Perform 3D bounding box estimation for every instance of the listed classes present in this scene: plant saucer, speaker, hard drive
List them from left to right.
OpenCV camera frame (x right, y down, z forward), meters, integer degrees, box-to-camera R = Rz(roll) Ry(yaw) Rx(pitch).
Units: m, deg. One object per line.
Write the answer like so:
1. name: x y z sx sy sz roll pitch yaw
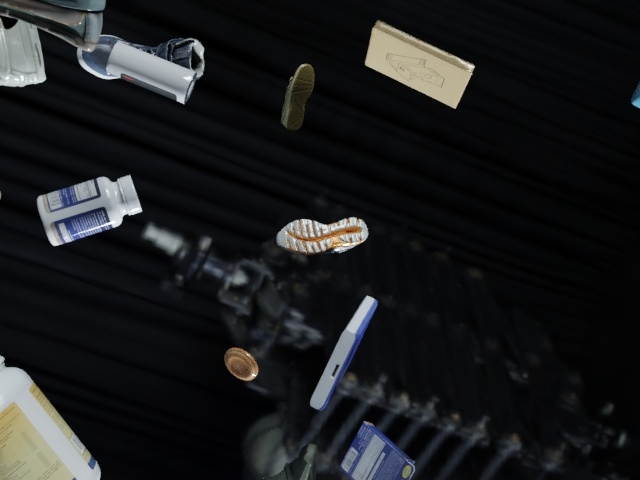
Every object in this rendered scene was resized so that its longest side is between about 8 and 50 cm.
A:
1. speaker: -0.269 -0.267 1.689 0.055 0.136 0.055 -158 -90 -88
2. plant saucer: -0.173 0.269 2.299 0.013 0.083 0.083 -48 177 -46
3. hard drive: 0.061 0.271 2.618 0.210 0.040 0.318 -66 174 15

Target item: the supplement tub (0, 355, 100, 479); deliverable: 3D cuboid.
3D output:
1. supplement tub: -0.576 0.375 1.927 0.228 0.316 0.228 -34 -170 7

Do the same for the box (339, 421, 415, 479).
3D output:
1. box: 0.144 0.551 2.563 0.225 0.036 0.136 35 -81 53

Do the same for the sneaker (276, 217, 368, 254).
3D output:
1. sneaker: 0.000 0.000 2.435 0.083 0.215 0.084 133 -49 -63

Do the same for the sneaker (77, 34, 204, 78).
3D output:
1. sneaker: -0.322 -0.343 1.981 0.163 0.226 0.086 -1 -95 48

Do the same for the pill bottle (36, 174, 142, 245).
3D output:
1. pill bottle: -0.410 -0.059 1.896 0.094 0.169 0.094 162 -90 -83

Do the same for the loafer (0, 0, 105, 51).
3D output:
1. loafer: -0.431 -0.327 1.502 0.096 0.267 0.084 -38 139 -65

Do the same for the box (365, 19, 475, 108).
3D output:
1. box: 0.184 -0.331 2.015 0.021 0.201 0.164 -63 176 -17

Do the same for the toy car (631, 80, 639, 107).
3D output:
1. toy car: 0.635 -0.195 1.773 0.238 0.219 0.210 -59 175 -35

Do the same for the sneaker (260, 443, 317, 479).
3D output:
1. sneaker: -0.081 0.482 2.108 0.227 0.130 0.087 -63 157 -48

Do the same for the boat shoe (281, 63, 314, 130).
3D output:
1. boat shoe: -0.055 -0.320 2.350 0.048 0.056 0.153 41 -53 48

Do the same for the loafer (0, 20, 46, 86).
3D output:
1. loafer: -0.586 -0.452 2.034 0.112 0.111 0.319 -5 -91 54
